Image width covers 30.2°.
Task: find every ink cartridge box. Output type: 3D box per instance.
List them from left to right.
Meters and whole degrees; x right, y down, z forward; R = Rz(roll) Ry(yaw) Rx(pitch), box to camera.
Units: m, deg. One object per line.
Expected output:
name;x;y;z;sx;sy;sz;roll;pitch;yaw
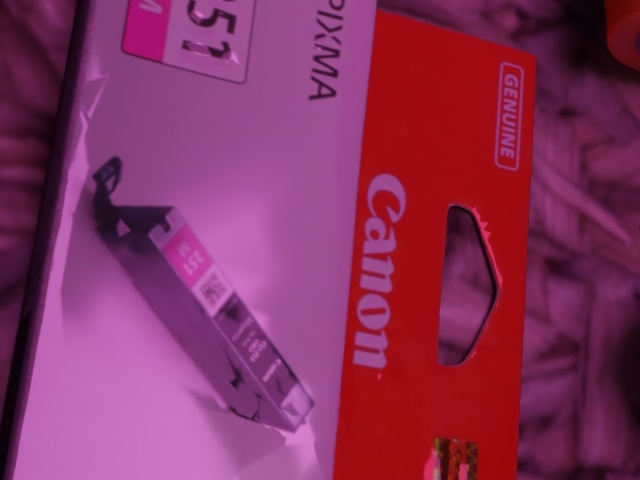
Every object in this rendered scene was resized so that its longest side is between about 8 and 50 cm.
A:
ink cartridge box;0.000;0.000;0.517;0.239;0.060;0.275;12;72;-19

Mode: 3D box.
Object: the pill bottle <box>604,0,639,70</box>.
pill bottle;0.192;-0.212;0.614;0.130;0.130;0.246;10;73;-20
